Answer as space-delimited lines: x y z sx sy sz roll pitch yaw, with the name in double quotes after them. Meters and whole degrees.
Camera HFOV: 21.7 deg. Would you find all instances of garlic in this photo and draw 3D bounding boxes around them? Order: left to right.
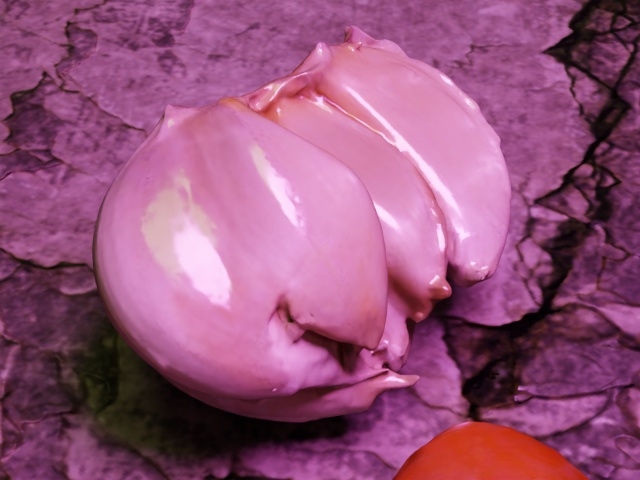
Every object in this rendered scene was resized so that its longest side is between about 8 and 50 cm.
-0.012 0.011 0.985 0.203 0.185 0.281 49 34 11 "garlic"

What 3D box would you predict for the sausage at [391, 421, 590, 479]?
0.071 0.197 0.797 0.133 0.133 0.258 9 45 10 "sausage"
